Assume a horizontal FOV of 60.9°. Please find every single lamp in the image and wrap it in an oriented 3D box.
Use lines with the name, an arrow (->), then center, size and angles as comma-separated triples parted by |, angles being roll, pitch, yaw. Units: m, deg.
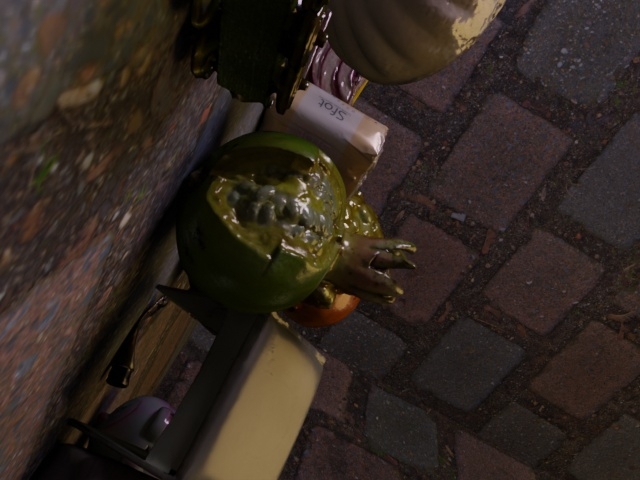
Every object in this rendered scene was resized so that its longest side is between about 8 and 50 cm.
lamp -> -0.367, 0.463, 1.059 | 0.301, 0.247, 0.247 | -57, -172, -25

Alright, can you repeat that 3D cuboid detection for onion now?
onion -> 0.032, -0.348, 1.151 | 0.280, 0.146, 0.315 | 168, -57, -84

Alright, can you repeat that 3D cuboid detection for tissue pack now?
tissue pack -> -0.005, -0.182, 1.011 | 0.090, 0.222, 0.186 | -61, -175, -38

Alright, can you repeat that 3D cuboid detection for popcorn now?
popcorn -> 0.003, -0.009, 1.183 | 0.246, 0.282, 0.282 | -27, 179, -10

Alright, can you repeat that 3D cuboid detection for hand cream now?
hand cream -> -0.301, 0.163, 0.898 | 0.062, 0.039, 0.163 | 123, -11, -53

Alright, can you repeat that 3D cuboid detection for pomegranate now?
pomegranate -> -0.015, 0.111, 1.488 | 0.264, 0.264, 0.264 | -60, -175, 8
pomegranate -> -0.031, -0.005, 0.691 | 0.236, 0.301, 0.236 | -60, -166, 26

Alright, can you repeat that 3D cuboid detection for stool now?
stool -> -0.172, 0.221, 0.796 | 0.269, 0.170, 0.244 | 6, -122, 37

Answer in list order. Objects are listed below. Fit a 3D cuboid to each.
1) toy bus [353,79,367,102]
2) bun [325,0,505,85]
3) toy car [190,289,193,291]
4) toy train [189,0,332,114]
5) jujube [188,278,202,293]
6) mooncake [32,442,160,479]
toy bus -> 0.065, -0.458, 1.434 | 0.330, 0.144, 0.152 | -61, -179, -35
bun -> 0.077, -0.332, 0.627 | 0.263, 0.175, 0.263 | -15, -112, 42
toy car -> -0.239, 0.095, 1.490 | 0.314, 0.198, 0.166 | 124, -23, -52
toy train -> -0.023, -0.178, 0.348 | 0.225, 0.090, 0.137 | 134, -22, -71
jujube -> -0.161, 0.035, 1.033 | 0.174, 0.174, 0.250 | -63, -176, -32
mooncake -> -0.296, 0.416, 0.799 | 0.154, 0.306, 0.306 | -63, -174, -31
